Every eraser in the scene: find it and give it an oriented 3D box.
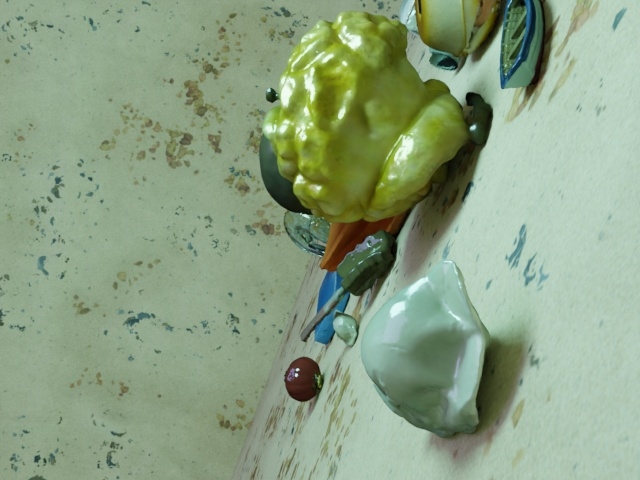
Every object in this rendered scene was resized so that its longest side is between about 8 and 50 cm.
[{"bbox_3d":[0.032,0.138,1.925,0.312,0.042,0.144,-84,16,-71],"label":"eraser"}]

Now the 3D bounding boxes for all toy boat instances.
[{"bbox_3d":[0.270,-0.280,1.005,0.080,0.045,0.229,115,175,-46],"label":"toy boat"}]

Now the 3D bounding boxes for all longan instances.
[{"bbox_3d":[-0.010,-0.165,1.478,0.248,0.248,0.248,-159,90,-85],"label":"longan"}]

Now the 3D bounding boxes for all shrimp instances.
[{"bbox_3d":[0.000,0.000,1.847,0.047,0.223,0.126,-43,-20,-42],"label":"shrimp"}]

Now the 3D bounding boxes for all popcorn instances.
[{"bbox_3d":[0.096,-0.189,1.197,0.349,0.381,0.349,-14,-73,-53],"label":"popcorn"}]

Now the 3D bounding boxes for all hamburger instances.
[{"bbox_3d":[0.240,-0.435,1.328,0.237,0.147,0.237,-2,-90,-88],"label":"hamburger"}]

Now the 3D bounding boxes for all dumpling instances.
[{"bbox_3d":[0.112,0.127,0.750,0.229,0.124,0.151,108,143,-53],"label":"dumpling"},{"bbox_3d":[0.045,0.179,1.519,0.052,0.076,0.057,-16,-50,-63],"label":"dumpling"}]

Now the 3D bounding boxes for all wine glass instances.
[{"bbox_3d":[0.270,-0.435,1.483,0.079,0.079,0.196,136,156,-79],"label":"wine glass"}]

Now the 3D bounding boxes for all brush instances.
[{"bbox_3d":[0.042,0.100,1.489,0.301,0.071,0.084,-49,18,30],"label":"brush"}]

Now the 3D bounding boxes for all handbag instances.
[{"bbox_3d":[0.123,-0.122,1.634,0.410,0.116,0.303,-76,11,-52],"label":"handbag"}]

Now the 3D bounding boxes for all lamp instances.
[{"bbox_3d":[-0.039,0.313,1.699,0.101,0.090,0.101,4,-90,-65],"label":"lamp"}]

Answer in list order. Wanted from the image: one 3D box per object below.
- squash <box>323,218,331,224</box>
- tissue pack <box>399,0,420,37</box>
[{"bbox_3d":[-0.008,-0.049,1.908,0.093,0.252,0.169,-81,12,-75],"label":"squash"},{"bbox_3d":[0.279,-0.601,1.829,0.271,0.124,0.201,-77,8,-65],"label":"tissue pack"}]
